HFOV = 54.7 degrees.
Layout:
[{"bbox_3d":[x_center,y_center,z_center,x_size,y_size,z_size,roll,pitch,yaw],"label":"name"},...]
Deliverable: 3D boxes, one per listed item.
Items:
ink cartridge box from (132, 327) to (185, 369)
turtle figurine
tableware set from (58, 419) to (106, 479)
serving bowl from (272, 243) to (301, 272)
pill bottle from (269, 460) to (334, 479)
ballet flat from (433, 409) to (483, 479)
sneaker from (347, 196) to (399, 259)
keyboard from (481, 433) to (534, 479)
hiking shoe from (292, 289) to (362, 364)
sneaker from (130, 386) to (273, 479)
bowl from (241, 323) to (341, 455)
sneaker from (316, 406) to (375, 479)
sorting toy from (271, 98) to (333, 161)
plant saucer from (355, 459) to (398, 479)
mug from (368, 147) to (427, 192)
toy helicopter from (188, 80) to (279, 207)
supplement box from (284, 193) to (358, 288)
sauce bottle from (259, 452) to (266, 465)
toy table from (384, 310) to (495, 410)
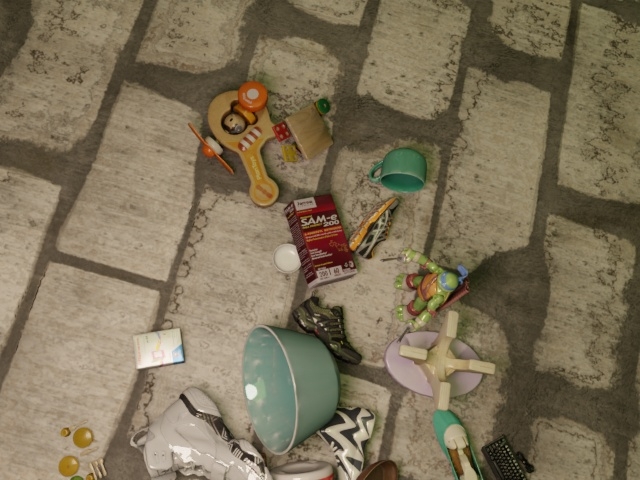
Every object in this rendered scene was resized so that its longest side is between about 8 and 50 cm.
[{"bbox_3d":[-0.417,0.281,1.598,0.122,0.052,0.089,-9,77,-10],"label":"ink cartridge box"},{"bbox_3d":[0.228,0.132,1.626,0.274,0.266,0.198,-31,81,-16],"label":"turtle figurine"},{"bbox_3d":[-0.594,0.529,1.521,0.104,0.024,0.154,-24,81,-11],"label":"tableware set"},{"bbox_3d":[-0.093,0.053,1.722,0.083,0.027,0.084,2,74,-8],"label":"serving bowl"},{"bbox_3d":[-0.035,0.690,1.485,0.161,0.161,0.284,-5,82,-10],"label":"pill bottle"},{"bbox_3d":[0.371,0.561,1.628,0.083,0.087,0.248,-17,78,-12],"label":"ballet flat"},{"bbox_3d":[0.161,-0.037,1.766,0.083,0.084,0.215,42,76,-10],"label":"sneaker"},{"bbox_3d":[0.521,0.617,1.670,0.108,0.023,0.180,-25,81,-14],"label":"keyboard"},{"bbox_3d":[0.037,0.234,1.663,0.227,0.086,0.114,41,76,4],"label":"hiking shoe"},{"bbox_3d":[-0.277,0.528,1.451,0.210,0.137,0.366,-31,57,-31],"label":"sneaker"},{"bbox_3d":[-0.062,0.354,1.531,0.163,0.311,0.312,-3,75,-30],"label":"bowl"},{"bbox_3d":[0.039,0.532,1.585,0.152,0.094,0.235,16,81,5],"label":"sneaker"},{"bbox_3d":[-0.047,-0.305,1.787,0.274,0.046,0.132,-40,106,-43],"label":"sorting toy"},{"bbox_3d":[0.121,0.632,1.543,0.036,0.199,0.199,20,67,40],"label":"plant saucer"},{"bbox_3d":[0.229,-0.212,1.790,0.157,0.129,0.098,12,71,-5],"label":"mug"},{"bbox_3d":[-0.219,-0.252,1.729,0.234,0.140,0.355,-19,79,-8],"label":"toy helicopter"},{"bbox_3d":[0.000,0.000,1.714,0.130,0.073,0.240,-13,77,-27],"label":"supplement box"},{"bbox_3d":[-0.200,0.564,1.561,0.128,0.042,0.042,-5,76,-12],"label":"sauce bottle"},{"bbox_3d":[0.320,0.322,1.647,0.274,0.161,0.252,1,75,-8],"label":"toy table"}]
